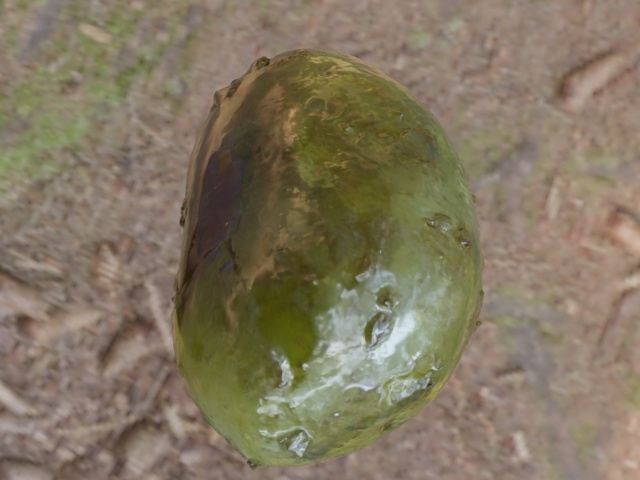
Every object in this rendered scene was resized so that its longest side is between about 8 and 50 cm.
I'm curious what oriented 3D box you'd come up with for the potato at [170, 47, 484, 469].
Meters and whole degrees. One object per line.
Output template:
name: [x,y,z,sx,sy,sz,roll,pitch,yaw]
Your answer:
potato: [0.000,0.000,1.143,0.173,0.307,0.210,26,131,-34]
